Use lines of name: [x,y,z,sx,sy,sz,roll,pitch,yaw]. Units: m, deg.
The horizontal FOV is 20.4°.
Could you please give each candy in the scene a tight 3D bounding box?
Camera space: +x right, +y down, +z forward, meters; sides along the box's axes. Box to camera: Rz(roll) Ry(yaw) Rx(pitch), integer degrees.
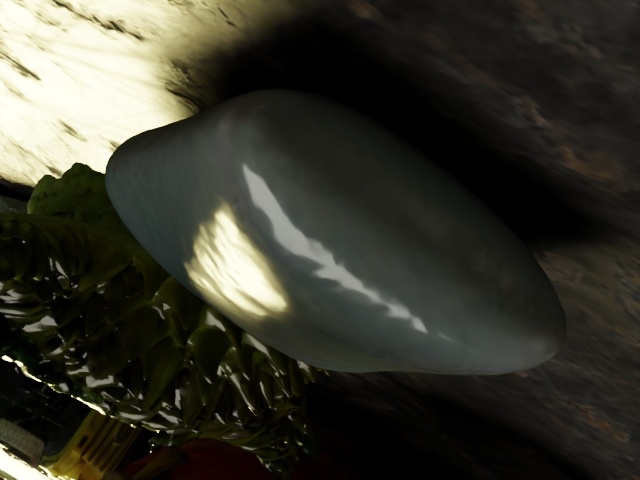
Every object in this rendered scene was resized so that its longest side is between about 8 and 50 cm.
candy: [0.000,0.000,0.633,0.138,0.071,0.174,36,166,-15]

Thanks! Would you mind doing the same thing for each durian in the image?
durian: [-0.072,0.031,0.776,0.132,0.107,0.375,51,-175,31]

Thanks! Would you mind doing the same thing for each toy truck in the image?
toy truck: [-0.215,0.105,1.296,0.272,0.124,0.157,18,160,41]

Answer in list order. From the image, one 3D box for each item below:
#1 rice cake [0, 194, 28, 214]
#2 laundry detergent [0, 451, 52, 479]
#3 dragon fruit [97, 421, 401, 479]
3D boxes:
rice cake: [-0.175,-0.014,1.032,0.121,0.021,0.022,12,151,46]
laundry detergent: [-0.214,0.184,1.563,0.398,0.124,0.264,18,161,44]
dragon fruit: [-0.044,0.249,1.142,0.277,0.277,0.342,23,-160,28]
